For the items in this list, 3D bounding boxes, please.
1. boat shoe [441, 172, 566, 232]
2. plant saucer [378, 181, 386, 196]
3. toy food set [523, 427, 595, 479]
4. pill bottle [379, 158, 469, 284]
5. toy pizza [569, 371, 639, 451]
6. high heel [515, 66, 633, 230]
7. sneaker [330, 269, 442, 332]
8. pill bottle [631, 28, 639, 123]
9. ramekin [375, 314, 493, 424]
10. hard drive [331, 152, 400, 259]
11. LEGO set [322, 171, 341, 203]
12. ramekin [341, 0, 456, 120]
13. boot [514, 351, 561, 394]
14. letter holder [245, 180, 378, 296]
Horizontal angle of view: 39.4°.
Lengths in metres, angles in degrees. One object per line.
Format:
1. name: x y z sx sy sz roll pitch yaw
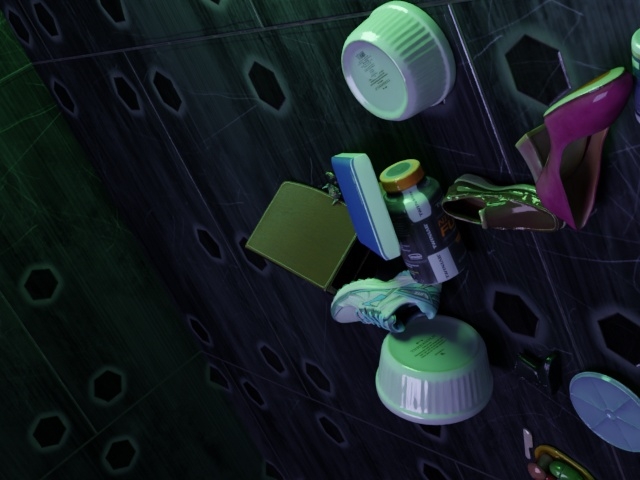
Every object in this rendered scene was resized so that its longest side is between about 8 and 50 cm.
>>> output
1. boat shoe: 0.333 -0.051 1.653 0.257 0.095 0.095 17 138 49
2. plant saucer: 0.171 -0.038 1.999 0.198 0.036 0.199 39 152 26
3. toy food set: 0.547 0.556 2.108 0.218 0.071 0.128 33 148 34
4. pill bottle: 0.204 -0.042 1.830 0.130 0.130 0.246 11 133 53
5. toy pizza: 0.594 0.342 1.806 0.201 0.032 0.201 38 150 27
6. high heel: 0.415 -0.131 1.353 0.181 0.127 0.377 58 175 6
7. sneaker: 0.142 0.152 2.035 0.283 0.122 0.110 -19 141 30
8. pill bottle: 0.478 -0.207 1.223 0.094 0.094 0.169 25 143 43
9. ramekin: 0.257 0.280 2.022 0.272 0.272 0.127 27 134 40
10. hard drive: 0.090 -0.079 1.879 0.318 0.040 0.210 -136 26 -82
11. LEGO set: 0.033 -0.126 2.129 0.054 0.023 0.083 37 137 23
12. ramekin: 0.133 -0.316 1.623 0.207 0.109 0.207 38 151 26
13. boot: 0.463 0.270 1.915 0.099 0.045 0.121 32 149 40
14. letter holder: 0.000 0.000 2.224 0.301 0.214 0.152 26 176 40
